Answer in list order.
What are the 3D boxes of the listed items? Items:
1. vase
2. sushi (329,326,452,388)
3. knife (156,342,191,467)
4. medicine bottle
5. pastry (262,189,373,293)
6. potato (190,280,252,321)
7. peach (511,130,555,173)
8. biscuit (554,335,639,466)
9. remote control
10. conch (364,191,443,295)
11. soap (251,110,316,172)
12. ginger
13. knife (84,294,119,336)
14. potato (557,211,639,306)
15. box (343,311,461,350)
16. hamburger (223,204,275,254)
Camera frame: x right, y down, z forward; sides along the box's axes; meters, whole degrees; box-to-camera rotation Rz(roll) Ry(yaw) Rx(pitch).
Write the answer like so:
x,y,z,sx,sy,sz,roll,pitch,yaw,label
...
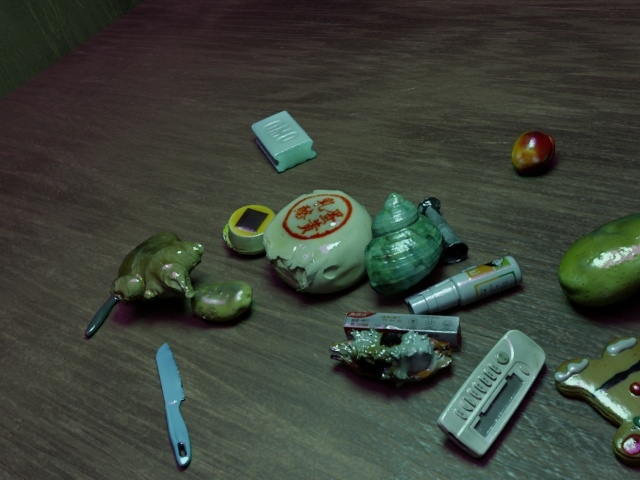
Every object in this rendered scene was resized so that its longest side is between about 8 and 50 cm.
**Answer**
x,y,z,sx,sy,sz,roll,pitch,yaw,label
0.261,-0.024,1.387,0.059,0.059,0.167,-18,41,-1,vase
0.120,0.208,1.150,0.226,0.103,0.097,-3,59,19,sushi
-0.284,0.306,1.244,0.045,0.019,0.313,-18,40,-12,knife
0.276,0.090,1.262,0.221,0.061,0.092,-21,16,-4,medicine bottle
0.001,0.001,1.398,0.265,0.133,0.264,-12,43,12,pastry
-0.208,0.130,1.370,0.138,0.070,0.091,-4,41,13,potato
0.488,-0.203,1.484,0.101,0.100,0.100,-10,41,9,peach
0.522,0.265,0.986,0.197,0.049,0.301,-27,43,-8,biscuit
0.288,0.250,1.073,0.090,0.049,0.230,41,62,12,remote control
0.165,0.006,1.302,0.176,0.122,0.188,-10,66,-15,conch
-0.105,-0.278,1.791,0.119,0.066,0.198,-24,41,-11,soap
-0.354,0.071,1.411,0.219,0.123,0.270,-35,21,-16,ginger
-0.477,0.129,1.505,0.036,0.018,0.247,2,43,25,knife
0.551,0.036,1.160,0.248,0.143,0.169,-24,3,-1,potato
0.153,0.170,1.212,0.218,0.055,0.039,1,42,19,box
-0.163,-0.022,1.518,0.141,0.081,0.126,3,46,5,hamburger
